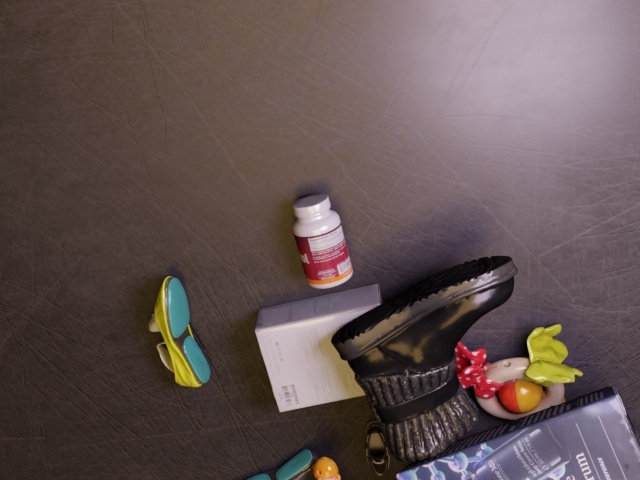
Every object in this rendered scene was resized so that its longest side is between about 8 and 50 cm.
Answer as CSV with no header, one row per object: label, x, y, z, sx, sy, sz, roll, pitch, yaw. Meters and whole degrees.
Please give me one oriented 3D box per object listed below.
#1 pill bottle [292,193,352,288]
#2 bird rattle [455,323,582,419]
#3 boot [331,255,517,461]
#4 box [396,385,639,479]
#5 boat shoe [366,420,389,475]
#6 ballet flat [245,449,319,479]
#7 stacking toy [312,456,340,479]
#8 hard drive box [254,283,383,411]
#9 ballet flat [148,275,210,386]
pill bottle,0.000,0.000,1.460,0.086,0.086,0.152,-12,111,7
bird rattle,0.353,0.269,1.543,0.253,0.143,0.207,-20,127,13
boot,0.218,0.199,1.414,0.348,0.131,0.260,-29,99,16
box,0.375,0.457,1.425,0.395,0.212,0.293,-24,78,14
boat shoe,0.113,0.417,1.652,0.046,0.038,0.125,-3,112,3
ballet flat,-0.083,0.491,1.673,0.203,0.074,0.074,-31,108,7
stacking toy,0.005,0.557,1.635,0.175,0.165,0.302,14,109,39
hard drive box,0.016,0.199,1.538,0.232,0.089,0.181,-12,111,6
ballet flat,-0.274,0.175,1.550,0.077,0.077,0.231,-6,115,22
